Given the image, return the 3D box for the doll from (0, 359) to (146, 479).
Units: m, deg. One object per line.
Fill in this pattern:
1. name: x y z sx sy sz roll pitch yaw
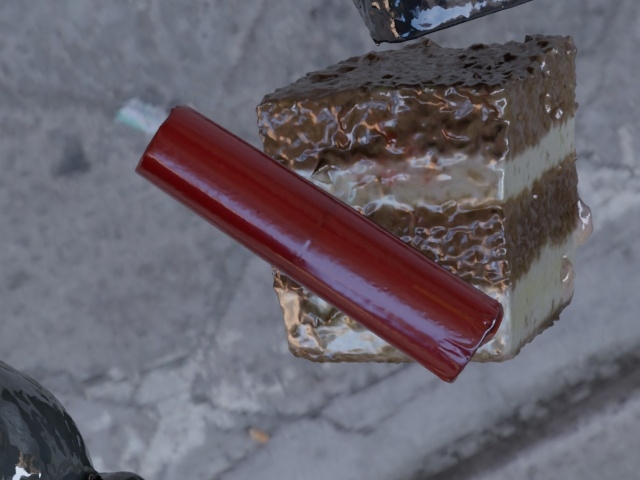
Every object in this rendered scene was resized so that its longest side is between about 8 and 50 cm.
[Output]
1. doll: -0.287 0.226 1.181 0.252 0.382 0.378 -32 131 -42

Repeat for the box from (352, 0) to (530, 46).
1. box: 0.172 -0.311 1.527 0.350 0.359 0.091 -18 123 -1

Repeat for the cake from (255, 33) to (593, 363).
1. cake: 0.107 -0.038 1.635 0.256 0.282 0.290 -1 104 25

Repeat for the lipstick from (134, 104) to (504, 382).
1. lipstick: -0.001 0.001 1.218 0.280 0.073 0.073 34 115 1
